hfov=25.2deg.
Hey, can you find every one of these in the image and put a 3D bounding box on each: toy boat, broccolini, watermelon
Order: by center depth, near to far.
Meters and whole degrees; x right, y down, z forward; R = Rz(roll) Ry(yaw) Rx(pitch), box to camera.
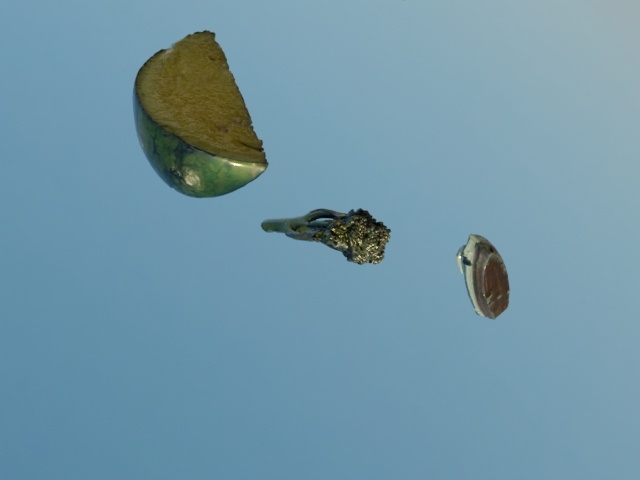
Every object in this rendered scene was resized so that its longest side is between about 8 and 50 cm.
[{"bbox_3d":[-0.110,-0.091,1.175,0.092,0.075,0.181,-5,-137,-21],"label":"watermelon"},{"bbox_3d":[-0.002,-0.020,1.720,0.091,0.068,0.202,-12,-159,-43],"label":"broccolini"},{"bbox_3d":[0.207,0.041,1.868,0.066,0.059,0.140,35,154,39],"label":"toy boat"}]
